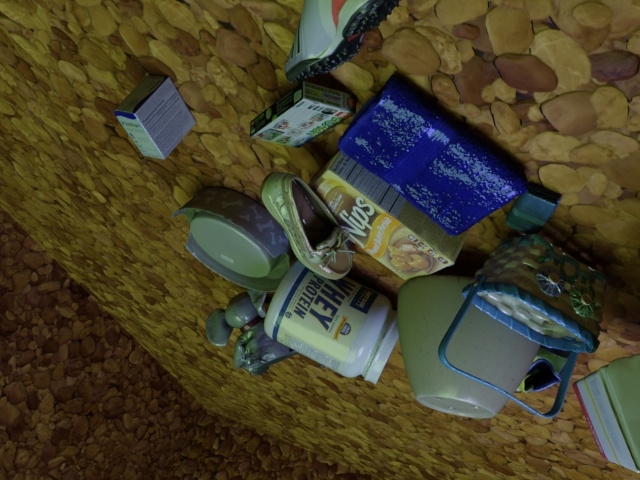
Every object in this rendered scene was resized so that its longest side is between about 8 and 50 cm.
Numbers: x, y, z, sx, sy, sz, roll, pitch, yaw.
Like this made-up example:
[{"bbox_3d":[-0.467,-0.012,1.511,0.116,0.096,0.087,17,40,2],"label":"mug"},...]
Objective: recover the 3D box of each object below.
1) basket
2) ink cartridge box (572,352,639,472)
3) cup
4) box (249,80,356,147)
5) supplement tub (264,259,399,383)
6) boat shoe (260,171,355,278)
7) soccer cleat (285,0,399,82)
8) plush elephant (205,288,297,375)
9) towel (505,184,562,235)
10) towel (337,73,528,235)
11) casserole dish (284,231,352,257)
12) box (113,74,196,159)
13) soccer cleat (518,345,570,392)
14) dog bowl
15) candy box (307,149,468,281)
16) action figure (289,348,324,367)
[{"bbox_3d":[0.373,0.147,1.211,0.255,0.288,0.201,28,172,-11],"label":"basket"},{"bbox_3d":[0.594,0.261,1.085,0.280,0.160,0.385,-18,161,11],"label":"ink cartridge box"},{"bbox_3d":[0.313,0.249,1.437,0.332,0.236,0.331,12,158,5],"label":"cup"},{"bbox_3d":[-0.037,-0.231,1.241,0.114,0.036,0.207,8,165,-32],"label":"box"},{"bbox_3d":[0.042,0.211,1.724,0.325,0.235,0.235,26,152,10],"label":"supplement tub"},{"bbox_3d":[-0.014,-0.022,1.355,0.089,0.104,0.285,4,141,51],"label":"boat shoe"},{"bbox_3d":[0.013,-0.346,1.022,0.116,0.109,0.318,64,156,0],"label":"soccer cleat"},{"bbox_3d":[-0.204,0.272,2.083,0.272,0.255,0.330,-29,164,16],"label":"plush elephant"},{"bbox_3d":[0.380,-0.054,1.186,0.067,0.029,0.119,25,153,8],"label":"towel"},{"bbox_3d":[0.190,-0.137,1.188,0.308,0.076,0.227,34,153,-6],"label":"towel"},{"bbox_3d":[0.000,0.000,1.636,0.189,0.037,0.114,21,151,21],"label":"casserole dish"},{"bbox_3d":[-0.363,-0.272,1.456,0.072,0.126,0.137,14,147,32],"label":"box"},{"bbox_3d":[0.470,0.312,1.559,0.093,0.121,0.289,44,142,-8],"label":"soccer cleat"},{"bbox_3d":[-0.227,-0.005,1.781,0.349,0.102,0.348,24,151,14],"label":"dog bowl"},{"bbox_3d":[0.125,-0.049,1.378,0.317,0.087,0.183,35,153,-9],"label":"candy box"},{"bbox_3d":[0.041,0.342,2.052,0.285,0.099,0.185,32,138,-33],"label":"action figure"}]
